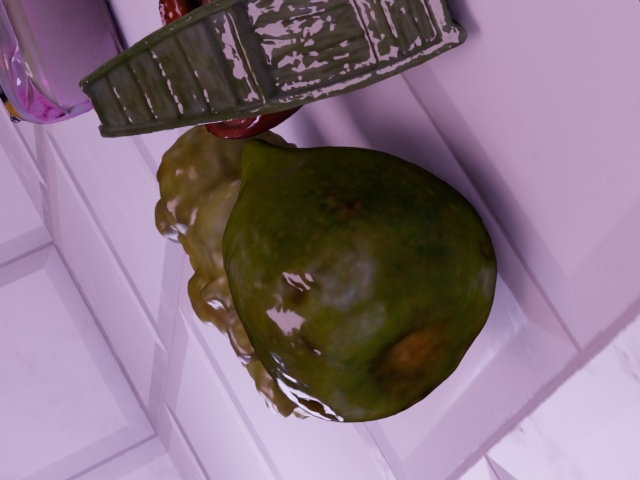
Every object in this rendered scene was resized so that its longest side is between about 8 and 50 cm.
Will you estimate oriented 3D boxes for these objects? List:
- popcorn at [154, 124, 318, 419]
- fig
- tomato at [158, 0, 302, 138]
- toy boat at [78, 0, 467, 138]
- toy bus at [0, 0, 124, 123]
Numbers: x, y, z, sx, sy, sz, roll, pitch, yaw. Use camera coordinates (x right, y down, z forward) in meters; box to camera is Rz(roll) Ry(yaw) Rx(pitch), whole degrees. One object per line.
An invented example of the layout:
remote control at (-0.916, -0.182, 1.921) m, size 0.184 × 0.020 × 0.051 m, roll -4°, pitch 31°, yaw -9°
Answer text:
popcorn at (-0.036, 0.035, 1.260) m, size 0.286 × 0.174 × 0.225 m, roll 54°, pitch 167°, yaw 29°
fig at (0.000, 0.000, 1.054) m, size 0.275 × 0.206 × 0.206 m, roll 52°, pitch 159°, yaw 36°
tomato at (-0.053, -0.197, 1.108) m, size 0.228 × 0.101 × 0.228 m, roll 47°, pitch 147°, yaw 43°
toy boat at (-0.036, -0.138, 0.966) m, size 0.093 × 0.293 × 0.055 m, roll 68°, pitch -154°, yaw -18°
toy bus at (-0.372, -0.324, 1.708) m, size 0.162 × 0.171 × 0.386 m, roll 24°, pitch 137°, yaw 58°
